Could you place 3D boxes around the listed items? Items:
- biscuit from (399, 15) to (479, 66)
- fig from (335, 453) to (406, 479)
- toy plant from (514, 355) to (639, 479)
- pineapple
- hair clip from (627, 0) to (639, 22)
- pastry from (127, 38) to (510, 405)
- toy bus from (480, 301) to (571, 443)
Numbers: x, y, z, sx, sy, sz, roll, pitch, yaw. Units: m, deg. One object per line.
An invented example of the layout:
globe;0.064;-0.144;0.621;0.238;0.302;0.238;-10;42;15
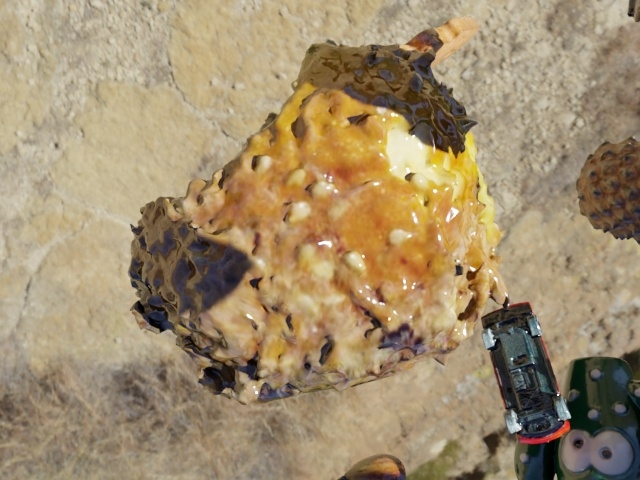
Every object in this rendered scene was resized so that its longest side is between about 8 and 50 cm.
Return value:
biscuit;0.127;-0.261;1.215;0.306;0.043;0.284;-32;179;-13
fig;0.070;0.374;1.236;0.125;0.089;0.089;13;122;-14
toy plant;0.383;0.281;1.064;0.112;0.232;0.243;31;83;-44
pineapple;0.546;-0.059;1.137;0.175;0.361;0.175;-8;106;-30
hair clip;0.343;-0.315;0.828;0.106;0.084;0.292;-56;141;-3
pastry;0.017;0.004;0.848;0.405;0.292;0.337;-42;97;5
toy bus;0.284;0.188;1.085;0.081;0.195;0.089;-21;144;15
